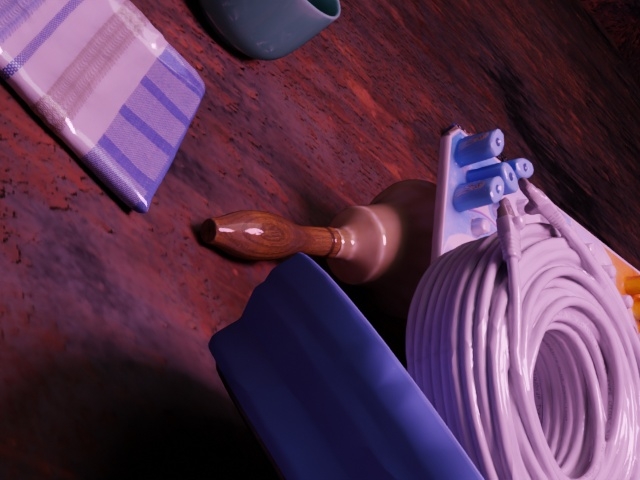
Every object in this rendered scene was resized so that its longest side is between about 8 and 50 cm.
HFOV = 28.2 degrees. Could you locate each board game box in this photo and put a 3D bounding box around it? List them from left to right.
[{"bbox_3d":[0.222,0.147,1.120,0.390,0.050,0.390,31,56,-43],"label":"board game box"}]

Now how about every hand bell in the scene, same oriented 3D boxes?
[{"bbox_3d":[0.000,0.000,1.039,0.242,0.126,0.126,6,53,-48],"label":"hand bell"}]

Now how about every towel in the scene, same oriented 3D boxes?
[{"bbox_3d":[-0.198,-0.169,0.931,0.285,0.034,0.209,49,24,-18],"label":"towel"}]

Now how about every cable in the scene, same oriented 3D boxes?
[{"bbox_3d":[0.158,0.117,0.935,0.257,0.089,0.257,41,50,-39],"label":"cable"}]

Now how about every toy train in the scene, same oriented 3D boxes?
[{"bbox_3d":[0.205,-0.126,1.693,0.158,0.027,0.036,19,39,-56],"label":"toy train"}]

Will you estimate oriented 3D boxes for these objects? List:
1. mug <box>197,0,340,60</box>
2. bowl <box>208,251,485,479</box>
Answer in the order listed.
[{"bbox_3d":[-0.067,-0.247,1.215,0.158,0.097,0.129,46,25,-21],"label":"mug"},{"bbox_3d":[0.062,0.190,0.704,0.391,0.077,0.391,57,-6,10],"label":"bowl"}]
